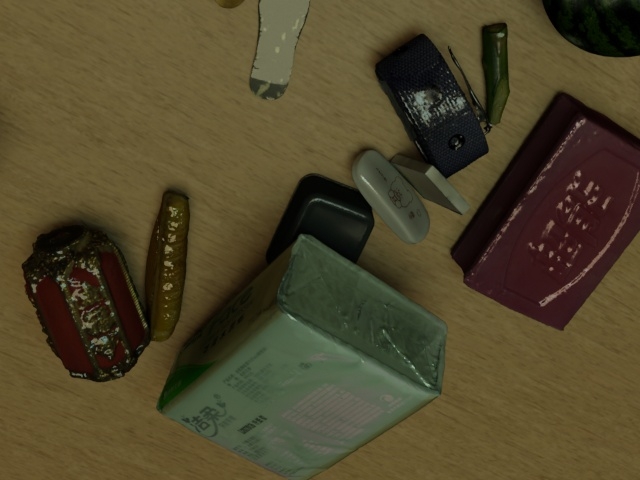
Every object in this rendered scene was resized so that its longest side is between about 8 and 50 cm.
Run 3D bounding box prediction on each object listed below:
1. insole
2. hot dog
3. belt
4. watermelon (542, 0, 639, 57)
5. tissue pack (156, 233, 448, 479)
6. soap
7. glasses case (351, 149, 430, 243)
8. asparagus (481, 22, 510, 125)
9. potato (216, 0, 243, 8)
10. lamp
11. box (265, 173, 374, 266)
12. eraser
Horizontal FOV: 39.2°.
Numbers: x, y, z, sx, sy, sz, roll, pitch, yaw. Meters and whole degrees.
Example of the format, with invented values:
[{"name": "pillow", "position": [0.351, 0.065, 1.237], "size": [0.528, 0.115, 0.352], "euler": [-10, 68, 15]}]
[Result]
[{"name": "insole", "position": [-0.066, -0.346, 1.450], "size": [0.081, 0.011, 0.248], "euler": [10, 115, -7]}, {"name": "hot dog", "position": [-0.268, 0.049, 1.586], "size": [0.068, 0.083, 0.289], "euler": [0, 117, -27]}, {"name": "belt", "position": [0.192, -0.221, 1.470], "size": [0.126, 0.139, 0.230], "euler": [-33, 113, 3]}, {"name": "watermelon", "position": [0.464, -0.403, 1.345], "size": [0.269, 0.269, 0.269], "euler": [-2, 116, -4]}, {"name": "tissue pack", "position": [-0.033, 0.219, 1.554], "size": [0.332, 0.205, 0.405], "euler": [33, 133, -18]}, {"name": "soap", "position": [0.424, -0.045, 1.577], "size": [0.233, 0.128, 0.359], "euler": [25, 112, -16]}, {"name": "glasses case", "position": [0.124, -0.074, 1.560], "size": [0.049, 0.074, 0.193], "euler": [-13, 125, 47]}, {"name": "asparagus", "position": [0.294, -0.272, 1.502], "size": [0.045, 0.041, 0.178], "euler": [-5, 117, 6]}, {"name": "potato", "position": [-0.138, -0.404, 1.394], "size": [0.068, 0.062, 0.083], "euler": [20, 135, 2]}, {"name": "lamp", "position": [-0.402, 0.109, 1.548], "size": [0.177, 0.177, 0.274], "euler": [-16, 115, 2]}, {"name": "box", "position": [0.000, 0.000, 1.578], "size": [0.144, 0.090, 0.201], "euler": [21, 111, -15]}, {"name": "eraser", "position": [0.182, -0.097, 1.515], "size": [0.023, 0.150, 0.104], "euler": [-47, 112, -3]}]
